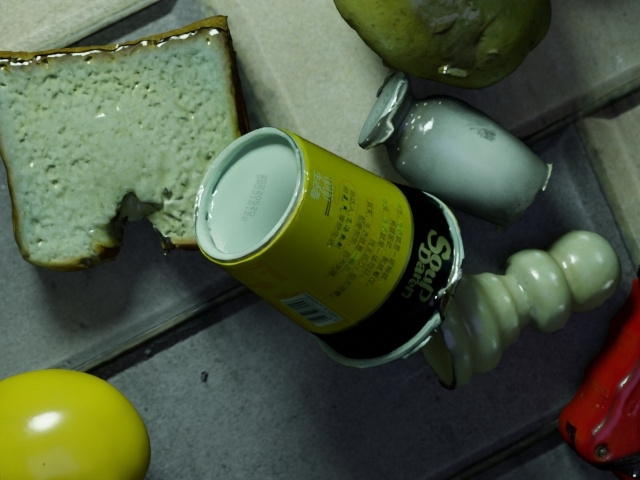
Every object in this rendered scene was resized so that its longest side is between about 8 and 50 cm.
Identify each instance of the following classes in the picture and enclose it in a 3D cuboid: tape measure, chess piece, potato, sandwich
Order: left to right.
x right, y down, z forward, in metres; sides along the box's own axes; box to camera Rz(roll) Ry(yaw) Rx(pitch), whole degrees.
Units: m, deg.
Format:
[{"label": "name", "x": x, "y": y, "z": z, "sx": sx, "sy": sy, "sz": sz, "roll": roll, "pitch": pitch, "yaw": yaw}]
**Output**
[{"label": "sandwich", "x": -0.208, "y": -0.099, "z": 1.394, "sx": 0.273, "sy": 0.095, "sz": 0.249, "roll": -10, "pitch": 101, "yaw": -7}, {"label": "potato", "x": 0.131, "y": -0.262, "z": 1.393, "sx": 0.197, "sy": 0.148, "sz": 0.228, "roll": -45, "pitch": 99, "yaw": -6}, {"label": "chess piece", "x": 0.230, "y": 0.067, "z": 1.487, "sx": 0.243, "sy": 0.133, "sz": 0.133, "roll": -22, "pitch": 103, "yaw": -10}, {"label": "tape measure", "x": 0.429, "y": 0.189, "z": 1.542, "sx": 0.260, "sy": 0.114, "sz": 0.253, "roll": 28, "pitch": 95, "yaw": -13}]

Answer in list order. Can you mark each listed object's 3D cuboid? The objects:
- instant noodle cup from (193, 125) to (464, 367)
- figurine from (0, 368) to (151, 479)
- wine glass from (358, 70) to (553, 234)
[{"label": "instant noodle cup", "x": 0.000, "y": 0.000, "z": 1.344, "sx": 0.236, "sy": 0.215, "sz": 0.215, "roll": 30, "pitch": 94, "yaw": -43}, {"label": "figurine", "x": -0.269, "y": 0.302, "z": 1.419, "sx": 0.215, "sy": 0.187, "sz": 0.344, "roll": -13, "pitch": 109, "yaw": 5}, {"label": "wine glass", "x": 0.147, "y": -0.098, "z": 1.445, "sx": 0.204, "sy": 0.111, "sz": 0.111, "roll": 31, "pitch": 93, "yaw": -10}]
